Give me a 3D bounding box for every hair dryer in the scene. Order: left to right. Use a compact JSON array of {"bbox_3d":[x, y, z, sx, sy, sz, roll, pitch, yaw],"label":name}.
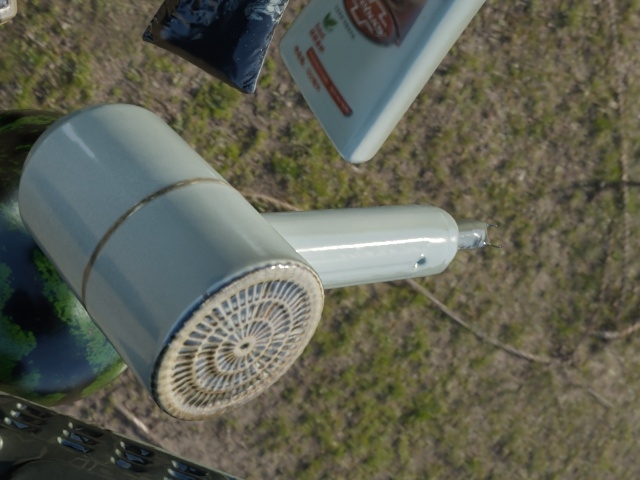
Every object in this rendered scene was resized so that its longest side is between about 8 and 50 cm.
[{"bbox_3d":[0.000,0.000,0.628,0.357,0.173,0.107,-3,129,-45],"label":"hair dryer"}]

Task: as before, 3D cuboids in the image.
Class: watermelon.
[{"bbox_3d":[-0.250,0.012,0.840,0.269,0.269,0.269,-17,123,-28],"label":"watermelon"}]

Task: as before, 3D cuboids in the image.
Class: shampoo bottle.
[{"bbox_3d":[0.086,-0.212,0.866,0.071,0.153,0.284,-10,155,-49],"label":"shampoo bottle"}]

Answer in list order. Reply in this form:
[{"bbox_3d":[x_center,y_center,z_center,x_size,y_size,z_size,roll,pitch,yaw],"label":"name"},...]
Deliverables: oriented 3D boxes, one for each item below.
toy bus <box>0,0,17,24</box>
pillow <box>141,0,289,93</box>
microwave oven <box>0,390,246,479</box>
[{"bbox_3d":[-0.412,-0.222,0.851,0.289,0.139,0.157,-46,142,-50],"label":"toy bus"},{"bbox_3d":[-0.096,-0.277,1.062,0.141,0.055,0.208,28,117,-5],"label":"pillow"},{"bbox_3d":[-0.133,0.253,0.423,0.286,0.355,0.218,22,112,1],"label":"microwave oven"}]
